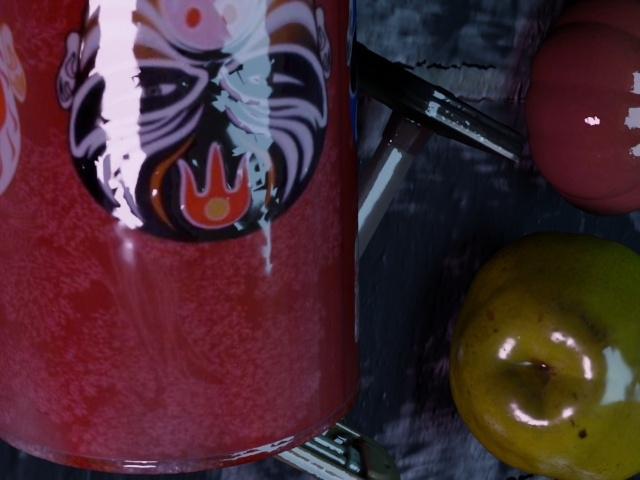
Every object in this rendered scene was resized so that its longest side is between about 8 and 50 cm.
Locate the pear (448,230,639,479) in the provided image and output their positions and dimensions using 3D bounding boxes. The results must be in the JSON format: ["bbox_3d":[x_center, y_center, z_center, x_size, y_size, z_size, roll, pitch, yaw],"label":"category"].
[{"bbox_3d":[0.189,0.087,1.454,0.198,0.198,0.198,-27,123,-52],"label":"pear"}]

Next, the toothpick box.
[{"bbox_3d":[-0.080,-0.079,0.943,0.204,0.204,0.333,-29,126,-51],"label":"toothpick box"}]

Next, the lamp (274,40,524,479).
[{"bbox_3d":[-0.005,0.001,1.211,0.203,0.124,0.283,28,79,-37],"label":"lamp"}]

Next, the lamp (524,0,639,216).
[{"bbox_3d":[0.240,-0.107,1.508,0.182,0.140,0.182,-18,113,-51],"label":"lamp"}]
